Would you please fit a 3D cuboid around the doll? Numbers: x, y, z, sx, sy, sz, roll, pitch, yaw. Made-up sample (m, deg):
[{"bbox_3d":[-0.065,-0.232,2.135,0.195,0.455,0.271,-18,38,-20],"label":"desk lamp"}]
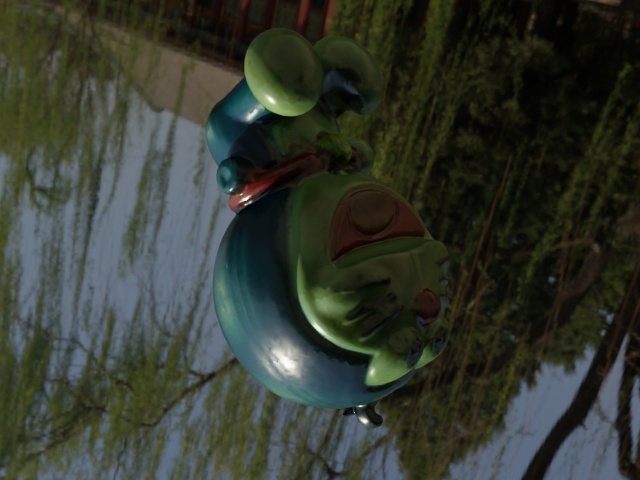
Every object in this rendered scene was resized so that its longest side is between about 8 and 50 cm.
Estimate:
[{"bbox_3d":[-0.001,0.000,0.654,0.186,0.322,0.198,-22,168,41],"label":"doll"}]
